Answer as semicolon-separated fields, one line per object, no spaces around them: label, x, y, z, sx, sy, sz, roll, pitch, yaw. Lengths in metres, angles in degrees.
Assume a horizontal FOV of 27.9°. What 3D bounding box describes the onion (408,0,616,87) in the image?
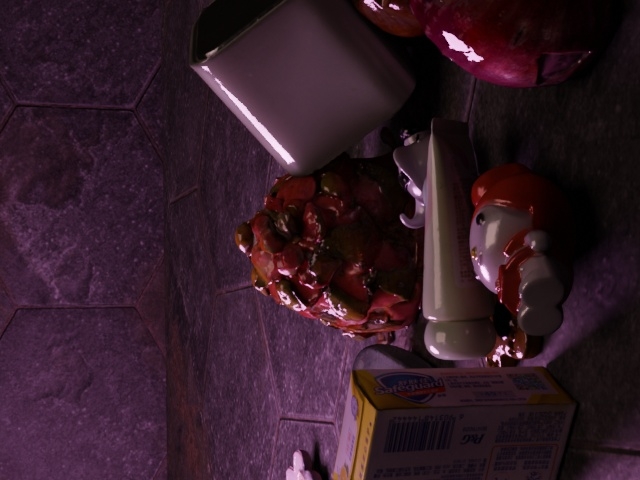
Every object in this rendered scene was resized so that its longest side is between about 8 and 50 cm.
onion;0.206;-0.309;1.508;0.256;0.230;0.272;-109;34;-42

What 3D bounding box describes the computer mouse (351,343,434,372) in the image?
computer mouse;0.129;0.227;1.955;0.229;0.068;0.113;35;110;55

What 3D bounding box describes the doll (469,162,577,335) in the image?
doll;0.240;-0.004;1.538;0.290;0.129;0.161;-95;-1;-57

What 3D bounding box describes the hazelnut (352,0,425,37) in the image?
hazelnut;0.131;-0.374;1.809;0.201;0.160;0.170;-3;58;61

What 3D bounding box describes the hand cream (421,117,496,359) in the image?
hand cream;0.175;-0.002;1.647;0.147;0.093;0.306;-5;-86;-65

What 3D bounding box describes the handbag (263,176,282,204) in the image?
handbag;-0.031;-0.017;2.274;0.059;0.157;0.212;-112;29;-47

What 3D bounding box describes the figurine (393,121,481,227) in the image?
figurine;0.165;-0.079;1.773;0.126;0.147;0.192;-40;69;42

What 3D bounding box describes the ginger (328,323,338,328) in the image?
ginger;0.026;0.070;2.221;0.162;0.073;0.103;68;-164;2

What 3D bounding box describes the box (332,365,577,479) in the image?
box;0.159;0.245;1.566;0.097;0.265;0.168;-121;34;-59

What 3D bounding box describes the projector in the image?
projector;-0.028;-0.282;1.958;0.248;0.249;0.248;-35;26;15

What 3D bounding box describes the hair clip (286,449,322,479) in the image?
hair clip;-0.044;0.523;2.444;0.146;0.075;0.257;-130;50;-58

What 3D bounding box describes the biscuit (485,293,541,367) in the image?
biscuit;0.228;0.092;1.721;0.236;0.039;0.180;176;93;-73

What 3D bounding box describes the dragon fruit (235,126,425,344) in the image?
dragon fruit;0.000;0.000;2.027;0.296;0.263;0.314;132;135;-62
